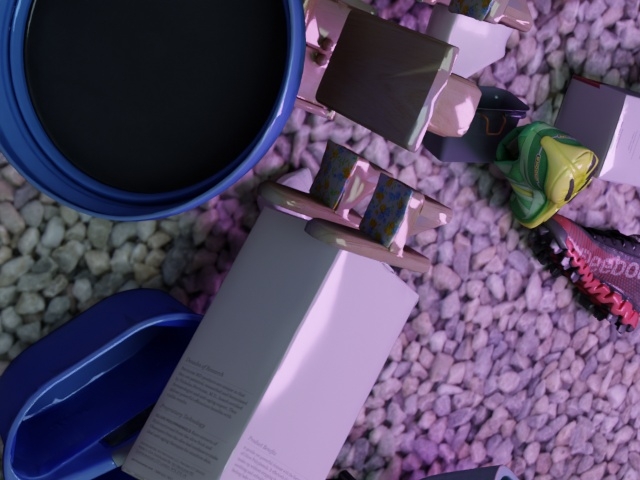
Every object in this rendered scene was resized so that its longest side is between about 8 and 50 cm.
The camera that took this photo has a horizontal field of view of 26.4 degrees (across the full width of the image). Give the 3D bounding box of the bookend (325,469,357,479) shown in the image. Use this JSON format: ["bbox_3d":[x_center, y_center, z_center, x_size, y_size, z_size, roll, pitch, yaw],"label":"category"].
[{"bbox_3d":[-0.027,0.420,1.978,0.156,0.072,0.157,5,106,-29],"label":"bookend"}]

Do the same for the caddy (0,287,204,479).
[{"bbox_3d":[-0.247,0.218,1.721,0.341,0.179,0.241,-34,122,-13],"label":"caddy"}]

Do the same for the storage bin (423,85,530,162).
[{"bbox_3d":[0.211,-0.155,1.879,0.135,0.098,0.091,-1,120,-28],"label":"storage bin"}]

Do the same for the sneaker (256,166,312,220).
[{"bbox_3d":[0.000,0.000,1.836,0.094,0.080,0.212,-39,122,-23],"label":"sneaker"}]

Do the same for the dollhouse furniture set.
[{"bbox_3d":[0.001,-0.216,1.557,0.256,0.394,0.362,17,100,-32],"label":"dollhouse furniture set"}]

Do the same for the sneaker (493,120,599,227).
[{"bbox_3d":[0.303,-0.102,1.867,0.109,0.295,0.123,-40,82,-8],"label":"sneaker"}]

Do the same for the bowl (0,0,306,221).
[{"bbox_3d":[-0.197,-0.216,1.498,0.391,0.391,0.077,-66,163,8],"label":"bowl"}]

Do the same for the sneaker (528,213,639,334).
[{"bbox_3d":[0.418,0.022,2.050,0.135,0.097,0.276,-51,125,-2],"label":"sneaker"}]

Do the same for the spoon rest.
[{"bbox_3d":[0.192,-0.264,1.725,0.084,0.276,0.137,19,103,11],"label":"spoon rest"}]

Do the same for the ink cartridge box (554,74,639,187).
[{"bbox_3d":[0.449,-0.151,1.981,0.176,0.128,0.127,10,104,-32],"label":"ink cartridge box"}]

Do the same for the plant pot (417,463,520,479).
[{"bbox_3d":[0.190,0.491,1.999,0.248,0.252,0.247,47,53,-33],"label":"plant pot"}]

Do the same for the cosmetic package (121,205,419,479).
[{"bbox_3d":[-0.053,0.169,1.657,0.197,0.155,0.366,43,70,-47],"label":"cosmetic package"}]
